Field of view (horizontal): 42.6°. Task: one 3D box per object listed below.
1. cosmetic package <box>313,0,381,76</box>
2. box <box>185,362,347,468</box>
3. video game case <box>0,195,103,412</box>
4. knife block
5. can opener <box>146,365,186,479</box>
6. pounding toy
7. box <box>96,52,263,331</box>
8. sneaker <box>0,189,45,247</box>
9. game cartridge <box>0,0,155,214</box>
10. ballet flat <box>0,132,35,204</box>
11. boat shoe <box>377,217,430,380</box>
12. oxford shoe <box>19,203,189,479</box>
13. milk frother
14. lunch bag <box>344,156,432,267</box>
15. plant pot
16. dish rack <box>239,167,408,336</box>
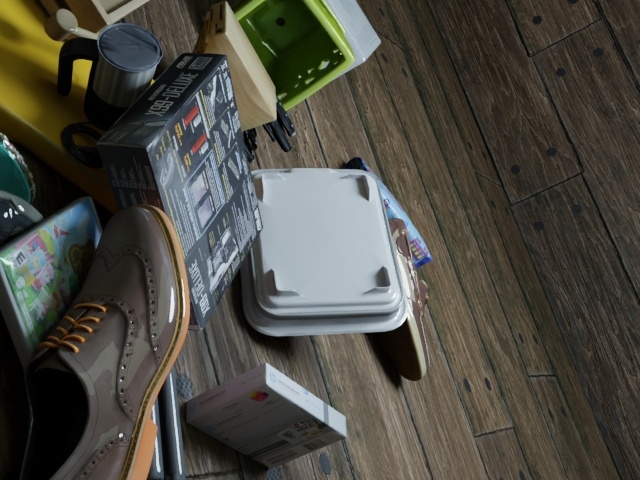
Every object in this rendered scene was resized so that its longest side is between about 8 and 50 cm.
[{"bbox_3d":[0.027,-0.550,2.115,0.225,0.138,0.224,56,26,-13],"label":"cosmetic package"},{"bbox_3d":[-0.074,0.252,1.154,0.186,0.145,0.038,40,31,-39],"label":"box"},{"bbox_3d":[-0.294,0.078,0.964,0.193,0.023,0.212,-55,135,-62],"label":"video game case"},{"bbox_3d":[-0.122,-0.263,1.457,0.242,0.276,0.088,12,49,-22],"label":"knife block"},{"bbox_3d":[-0.180,0.269,0.993,0.076,0.095,0.283,29,43,-51],"label":"can opener"},{"bbox_3d":[-0.340,-0.327,1.168,0.181,0.094,0.206,58,36,-19],"label":"pounding toy"},{"bbox_3d":[-0.178,-0.067,1.138,0.242,0.076,0.307,-64,153,-46],"label":"box"},{"bbox_3d":[-0.389,-0.001,0.878,0.227,0.087,0.130,32,55,-66],"label":"sneaker"},{"bbox_3d":[-0.369,-0.221,1.167,0.323,0.052,0.285,40,34,-35],"label":"game cartridge"},{"bbox_3d":[-0.423,-0.125,0.933,0.241,0.091,0.077,47,8,-39],"label":"ballet flat"},{"bbox_3d":[0.180,0.118,1.719,0.123,0.123,0.342,-16,86,-31],"label":"boat shoe"},{"bbox_3d":[-0.237,0.113,0.898,0.133,0.130,0.364,41,47,-55],"label":"oxford shoe"},{"bbox_3d":[-0.278,-0.188,1.086,0.129,0.135,0.143,-8,64,-27],"label":"milk frother"},{"bbox_3d":[0.137,-0.067,1.903,0.221,0.138,0.293,51,18,-18],"label":"lunch bag"},{"bbox_3d":[-0.079,-0.434,1.721,0.228,0.227,0.207,49,22,-26],"label":"plant pot"},{"bbox_3d":[0.000,0.000,1.421,0.285,0.072,0.333,-1,56,-13],"label":"dish rack"}]
